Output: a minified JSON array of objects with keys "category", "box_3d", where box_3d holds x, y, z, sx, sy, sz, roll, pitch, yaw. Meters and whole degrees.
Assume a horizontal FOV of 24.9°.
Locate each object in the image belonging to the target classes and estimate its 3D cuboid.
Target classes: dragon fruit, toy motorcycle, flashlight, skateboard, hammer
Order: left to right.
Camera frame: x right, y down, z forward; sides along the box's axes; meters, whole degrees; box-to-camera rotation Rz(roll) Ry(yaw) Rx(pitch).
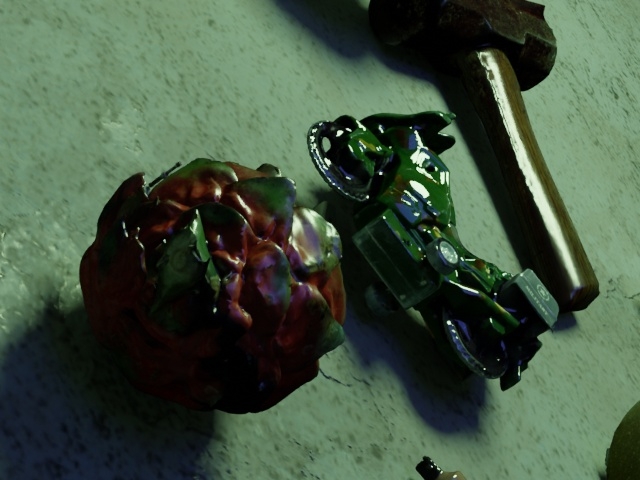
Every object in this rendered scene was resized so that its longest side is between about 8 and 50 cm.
[{"category":"skateboard","box_3d":[-0.092,-0.019,1.108,0.083,0.032,0.064,58,22,9]},{"category":"dragon fruit","box_3d":[-0.066,0.029,0.957,0.188,0.182,0.182,-18,70,-41]},{"category":"flashlight","box_3d":[0.000,0.000,1.208,0.018,0.018,0.083,40,33,-22]},{"category":"toy motorcycle","box_3d":[0.097,-0.003,1.243,0.275,0.125,0.187,54,32,-2]},{"category":"hammer","box_3d":[0.208,-0.106,1.519,0.242,0.095,0.409,12,50,-46]}]

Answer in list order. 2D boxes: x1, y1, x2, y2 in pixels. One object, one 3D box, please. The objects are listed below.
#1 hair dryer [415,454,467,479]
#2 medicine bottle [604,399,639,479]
[{"category":"hair dryer","box_3d":[0.139,0.234,1.102,0.182,0.064,0.117,50,30,10]},{"category":"medicine bottle","box_3d":[0.425,0.236,1.365,0.322,0.151,0.151,18,43,-41]}]
